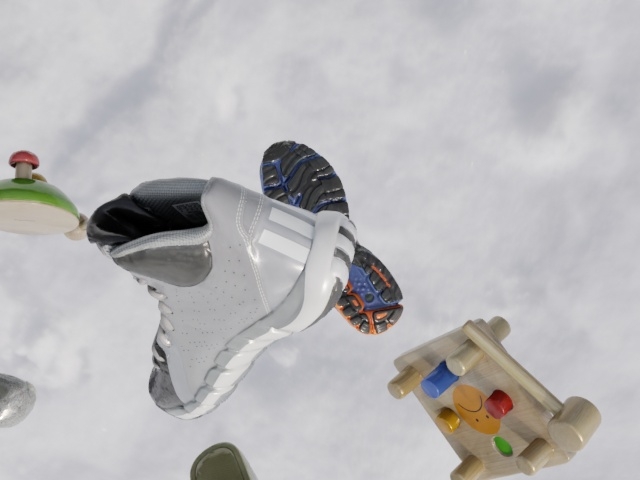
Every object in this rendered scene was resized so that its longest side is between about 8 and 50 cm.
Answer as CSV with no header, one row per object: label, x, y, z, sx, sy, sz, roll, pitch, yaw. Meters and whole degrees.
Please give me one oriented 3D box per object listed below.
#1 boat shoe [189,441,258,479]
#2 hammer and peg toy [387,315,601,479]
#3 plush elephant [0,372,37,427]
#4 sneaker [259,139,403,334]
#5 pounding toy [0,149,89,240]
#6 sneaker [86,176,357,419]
boat shoe,-0.086,0.394,1.230,0.113,0.103,0.302,-26,39,6
hammer and peg toy,0.273,0.237,1.510,0.127,0.361,0.266,-34,87,-33
plush elephant,-0.571,0.210,1.377,0.272,0.255,0.330,-44,78,-10
sneaker,0.000,0.000,1.010,0.083,0.087,0.221,-29,95,-14
pounding toy,-0.481,-0.082,1.689,0.237,0.183,0.110,13,69,-36
sneaker,-0.087,0.026,0.591,0.132,0.228,0.086,27,48,-19
